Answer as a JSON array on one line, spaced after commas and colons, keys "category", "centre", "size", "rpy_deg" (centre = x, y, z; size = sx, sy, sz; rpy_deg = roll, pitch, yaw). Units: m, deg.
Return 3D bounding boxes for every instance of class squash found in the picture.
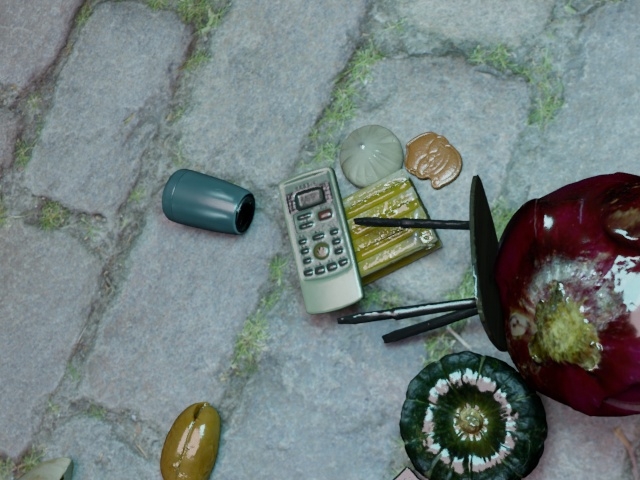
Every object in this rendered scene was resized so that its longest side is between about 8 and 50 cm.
[{"category": "squash", "centre": [0.263, 0.321, 1.384], "size": [0.252, 0.165, 0.252], "rpy_deg": [-7, 70, 19]}]

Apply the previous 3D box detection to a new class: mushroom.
[{"category": "mushroom", "centre": [-0.626, 0.544, 1.687], "size": [0.247, 0.096, 0.108], "rpy_deg": [-23, 94, 16]}]

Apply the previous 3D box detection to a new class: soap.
[{"category": "soap", "centre": [0.085, -0.004, 1.586], "size": [0.274, 0.089, 0.173], "rpy_deg": [-26, 70, 12]}]

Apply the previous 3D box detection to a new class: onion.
[{"category": "onion", "centre": [0.516, 0.084, 1.270], "size": [0.398, 0.420, 0.398], "rpy_deg": [-177, 90, -64]}]

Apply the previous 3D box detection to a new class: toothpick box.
[{"category": "toothpick box", "centre": [-0.236, -0.078, 1.709], "size": [0.184, 0.120, 0.120], "rpy_deg": [16, 81, 20]}]

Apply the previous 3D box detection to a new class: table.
[{"category": "table", "centre": [0.190, 0.091, 1.417], "size": [0.249, 0.317, 0.317], "rpy_deg": [-11, 72, 21]}]

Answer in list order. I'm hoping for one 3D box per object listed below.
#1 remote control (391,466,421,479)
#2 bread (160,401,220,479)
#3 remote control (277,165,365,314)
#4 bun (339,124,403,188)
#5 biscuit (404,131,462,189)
[{"category": "remote control", "centre": [0.095, 0.521, 1.467], "size": [0.245, 0.025, 0.063], "rpy_deg": [-44, 66, 3]}, {"category": "bread", "centre": [-0.264, 0.418, 1.602], "size": [0.114, 0.077, 0.189], "rpy_deg": [11, 82, 27]}, {"category": "remote control", "centre": [0.000, 0.000, 1.548], "size": [0.123, 0.038, 0.285], "rpy_deg": [-16, 72, 16]}, {"category": "bun", "centre": [0.098, -0.180, 1.630], "size": [0.138, 0.094, 0.138], "rpy_deg": [-7, 69, 19]}, {"category": "biscuit", "centre": [0.227, -0.165, 1.618], "size": [0.102, 0.019, 0.130], "rpy_deg": [-47, 64, 1]}]
